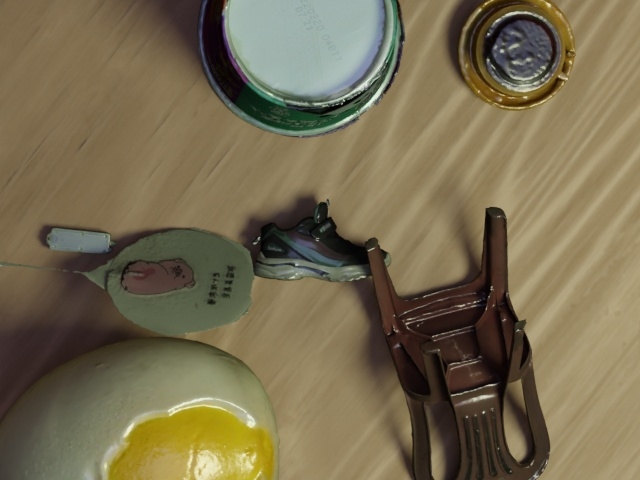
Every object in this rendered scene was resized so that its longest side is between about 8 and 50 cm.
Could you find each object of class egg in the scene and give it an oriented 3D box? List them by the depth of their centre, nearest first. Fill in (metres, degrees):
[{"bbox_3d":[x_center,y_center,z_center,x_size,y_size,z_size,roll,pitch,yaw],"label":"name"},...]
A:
[{"bbox_3d":[-0.212,0.251,1.776,0.345,0.283,0.283,-8,94,5],"label":"egg"}]

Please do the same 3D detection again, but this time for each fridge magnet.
[{"bbox_3d":[0.235,-0.226,1.884,0.143,0.063,0.143,-1,97,-5],"label":"fridge magnet"}]

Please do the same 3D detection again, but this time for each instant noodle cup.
[{"bbox_3d":[-0.017,-0.242,1.802,0.251,0.190,0.251,0,93,-4],"label":"instant noodle cup"}]

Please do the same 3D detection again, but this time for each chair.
[{"bbox_3d":[0.170,0.148,1.879,0.175,0.183,0.326,-14,139,-4],"label":"chair"}]

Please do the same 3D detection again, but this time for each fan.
[{"bbox_3d":[-0.230,0.038,1.834,0.310,0.182,0.010,4,132,0],"label":"fan"}]

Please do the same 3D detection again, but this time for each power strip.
[{"bbox_3d":[-0.284,0.001,1.885,0.083,0.017,0.027,6,94,-4],"label":"power strip"}]

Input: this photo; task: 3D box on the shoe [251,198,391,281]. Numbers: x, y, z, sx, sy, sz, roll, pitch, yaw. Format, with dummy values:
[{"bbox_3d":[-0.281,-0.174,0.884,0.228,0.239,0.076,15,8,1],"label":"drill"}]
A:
[{"bbox_3d":[0.000,0.000,1.882,0.169,0.071,0.099,-1,89,-2],"label":"shoe"}]
